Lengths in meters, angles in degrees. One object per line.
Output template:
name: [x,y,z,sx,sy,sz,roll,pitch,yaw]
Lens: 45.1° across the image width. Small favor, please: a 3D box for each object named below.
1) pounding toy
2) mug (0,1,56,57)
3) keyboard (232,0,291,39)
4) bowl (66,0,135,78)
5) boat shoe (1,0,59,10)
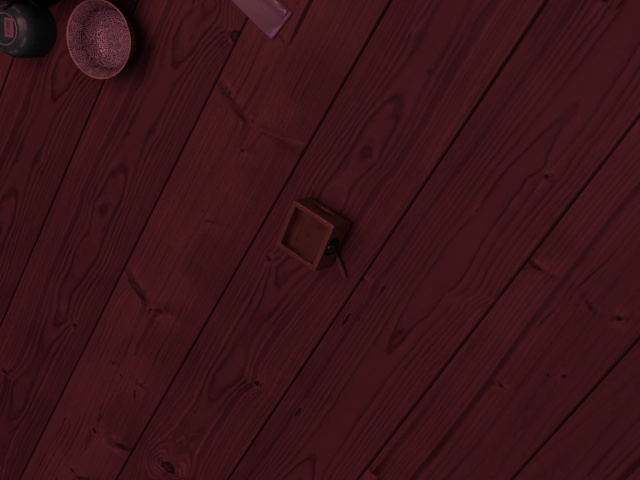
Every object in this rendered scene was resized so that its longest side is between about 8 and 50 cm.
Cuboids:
pounding toy: [0.000,0.000,1.620,0.141,0.100,0.130,33,114,24]
mug: [-0.700,-0.497,1.775,0.129,0.097,0.157,-38,87,27]
keyboard: [-0.168,-0.527,1.589,0.256,0.014,0.072,46,121,6]
bowl: [-0.465,-0.443,1.699,0.170,0.080,0.170,6,106,22]
boat shoe: [-0.628,-0.573,1.647,0.500,0.186,0.156,-2,124,17]
